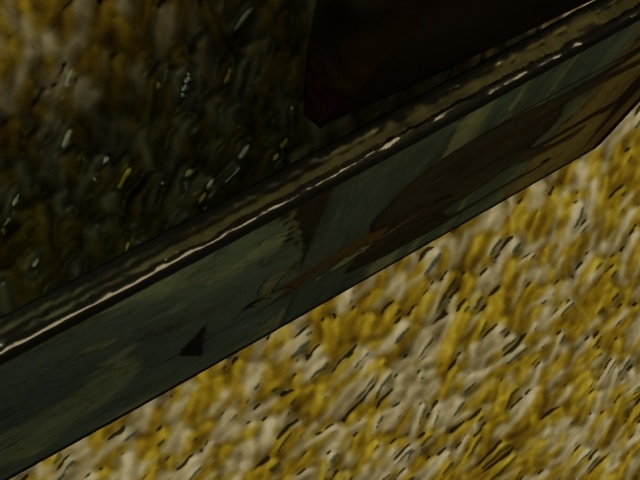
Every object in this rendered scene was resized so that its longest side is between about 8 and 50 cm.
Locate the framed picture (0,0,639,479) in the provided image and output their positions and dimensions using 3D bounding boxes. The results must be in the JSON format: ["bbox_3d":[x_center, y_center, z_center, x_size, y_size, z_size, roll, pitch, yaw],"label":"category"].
[{"bbox_3d":[0.000,0.000,0.580,0.347,0.016,0.265,-28,171,-12],"label":"framed picture"}]

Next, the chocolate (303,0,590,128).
[{"bbox_3d":[0.087,-0.242,0.384,0.314,0.297,0.326,-31,177,-27],"label":"chocolate"}]
